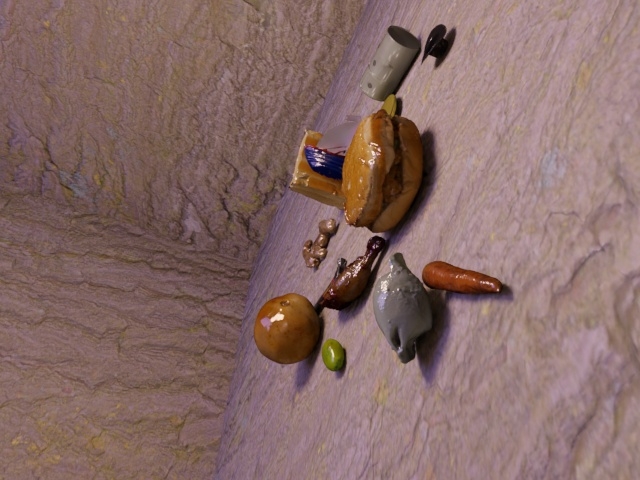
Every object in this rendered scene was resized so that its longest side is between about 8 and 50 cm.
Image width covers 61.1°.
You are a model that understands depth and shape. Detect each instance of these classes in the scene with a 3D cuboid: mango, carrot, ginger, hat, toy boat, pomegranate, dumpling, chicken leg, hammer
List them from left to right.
[{"bbox_3d":[-0.111,0.288,1.777,0.233,0.233,0.232,-161,90,-78],"label":"pomegranate"},{"bbox_3d":[0.000,0.015,2.097,0.258,0.065,0.149,-45,40,51],"label":"ginger"},{"bbox_3d":[0.016,0.184,1.816,0.111,0.033,0.287,-82,16,-45],"label":"hammer"},{"bbox_3d":[0.035,0.315,1.477,0.108,0.056,0.073,-117,42,-70],"label":"mango"},{"bbox_3d":[0.052,-0.343,1.908,0.071,0.219,0.318,86,-177,-55],"label":"toy boat"},{"bbox_3d":[0.088,0.109,1.532,0.177,0.083,0.322,-61,3,-29],"label":"chicken leg"},{"bbox_3d":[0.175,0.129,1.050,0.108,0.153,0.218,-16,66,46],"label":"dumpling"},{"bbox_3d":[0.326,-0.544,1.526,0.121,0.051,0.121,-59,15,26],"label":"hat"},{"bbox_3d":[0.251,0.068,0.936,0.224,0.057,0.057,-177,105,-74],"label":"carrot"}]

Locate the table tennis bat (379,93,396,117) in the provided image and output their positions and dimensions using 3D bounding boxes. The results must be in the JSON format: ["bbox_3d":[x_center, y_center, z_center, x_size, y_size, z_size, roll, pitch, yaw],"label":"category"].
[{"bbox_3d":[0.206,-0.352,1.770,0.368,0.054,0.224,-87,17,-62],"label":"table tennis bat"}]

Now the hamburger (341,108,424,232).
[{"bbox_3d":[0.154,-0.179,1.429,0.284,0.174,0.304,119,165,-45],"label":"hamburger"}]

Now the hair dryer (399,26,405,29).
[{"bbox_3d":[0.247,-0.670,2.059,0.220,0.054,0.195,153,134,-74],"label":"hair dryer"}]

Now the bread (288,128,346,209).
[{"bbox_3d":[0.018,-0.256,1.977,0.111,0.246,0.239,-40,33,59],"label":"bread"}]

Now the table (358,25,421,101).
[{"bbox_3d":[0.232,-0.595,1.840,0.220,0.127,0.126,123,161,-45],"label":"table"}]
